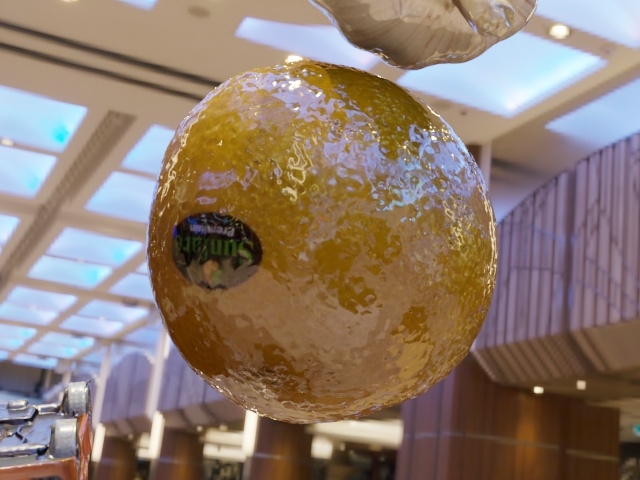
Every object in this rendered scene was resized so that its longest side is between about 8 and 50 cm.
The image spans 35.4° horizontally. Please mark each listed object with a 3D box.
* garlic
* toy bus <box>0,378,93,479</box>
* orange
[{"bbox_3d":[0.083,-0.198,0.701,0.199,0.199,0.226,10,27,-13],"label":"garlic"},{"bbox_3d":[-0.264,0.210,0.846,0.142,0.153,0.329,-3,-2,-12],"label":"toy bus"},{"bbox_3d":[0.000,0.000,0.758,0.274,0.274,0.274,6,-16,2],"label":"orange"}]
